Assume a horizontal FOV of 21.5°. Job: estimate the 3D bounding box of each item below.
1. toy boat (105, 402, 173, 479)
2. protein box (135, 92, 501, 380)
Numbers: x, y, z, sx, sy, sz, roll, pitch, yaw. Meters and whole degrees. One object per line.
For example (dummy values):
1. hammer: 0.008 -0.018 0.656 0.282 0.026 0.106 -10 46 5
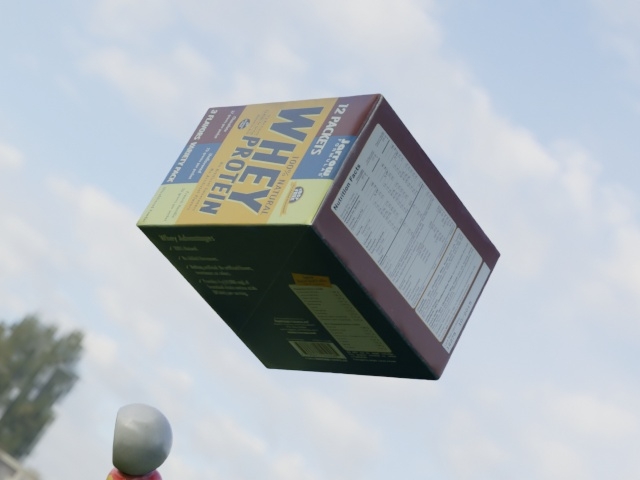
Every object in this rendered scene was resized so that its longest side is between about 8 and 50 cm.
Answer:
1. toy boat: -0.098 0.271 1.521 0.318 0.267 0.148 30 -58 42
2. protein box: 0.000 0.000 1.397 0.200 0.136 0.201 0 -40 43
